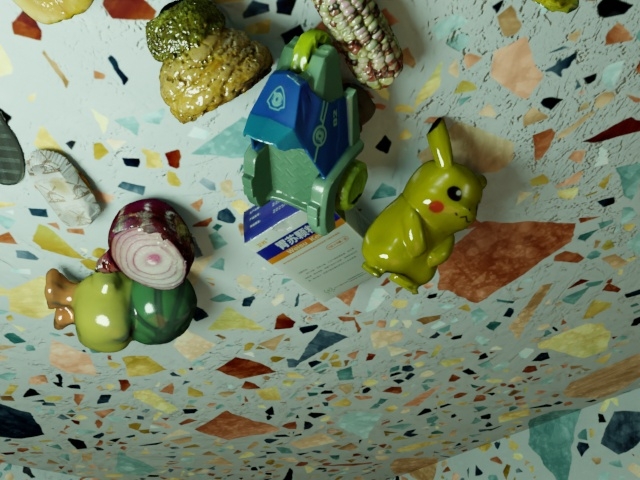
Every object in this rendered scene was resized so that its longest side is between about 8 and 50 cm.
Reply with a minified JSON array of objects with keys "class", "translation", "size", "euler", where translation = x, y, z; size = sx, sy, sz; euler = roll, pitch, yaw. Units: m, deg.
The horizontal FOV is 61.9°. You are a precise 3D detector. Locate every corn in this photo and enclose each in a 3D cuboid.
[{"class":"corn","translation":[0.039,-0.347,0.813],"size":[0.092,0.092,0.280],"euler":[-27,134,22]}]

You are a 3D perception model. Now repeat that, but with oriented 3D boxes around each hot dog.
[{"class":"hot dog","translation":[-0.505,-0.100,1.051],"size":[0.099,0.053,0.192],"euler":[-13,136,5]}]

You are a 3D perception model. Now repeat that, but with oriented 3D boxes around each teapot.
[{"class":"teapot","translation":[0.040,-0.228,0.962],"size":[0.110,0.085,0.080],"euler":[-13,140,33]}]

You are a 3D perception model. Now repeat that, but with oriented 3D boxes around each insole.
[{"class":"insole","translation":[-0.598,-0.213,0.938],"size":[0.110,0.012,0.309],"euler":[5,138,-11]}]

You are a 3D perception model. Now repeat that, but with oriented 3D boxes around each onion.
[{"class":"onion","translation":[-0.380,0.013,1.132],"size":[0.218,0.139,0.195],"euler":[-21,133,16]}]

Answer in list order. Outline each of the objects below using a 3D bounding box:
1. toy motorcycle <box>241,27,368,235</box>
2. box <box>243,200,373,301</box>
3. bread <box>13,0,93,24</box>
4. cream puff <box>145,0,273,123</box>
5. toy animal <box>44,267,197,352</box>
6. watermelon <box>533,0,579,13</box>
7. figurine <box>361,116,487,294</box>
[{"class":"toy motorcycle","translation":[-0.041,-0.167,0.884],"size":[0.191,0.200,0.326],"euler":[24,144,21]},{"class":"box","translation":[0.000,0.000,1.192],"size":[0.200,0.106,0.299],"euler":[-30,135,21]},{"class":"bread","translation":[-0.422,-0.417,0.666],"size":[0.142,0.091,0.305],"euler":[-9,143,33]},{"class":"cream puff","translation":[-0.183,-0.293,0.814],"size":[0.183,0.183,0.169],"euler":[-24,113,19]},{"class":"toy animal","translation":[-0.463,0.167,1.255],"size":[0.338,0.191,0.216],"euler":[1,138,-10]},{"class":"watermelon","translation":[0.235,-0.412,0.736],"size":[0.301,0.129,0.123],"euler":[11,139,-27]},{"class":"figurine","translation":[0.222,-0.049,1.088],"size":[0.218,0.169,0.326],"euler":[25,112,-40]}]
